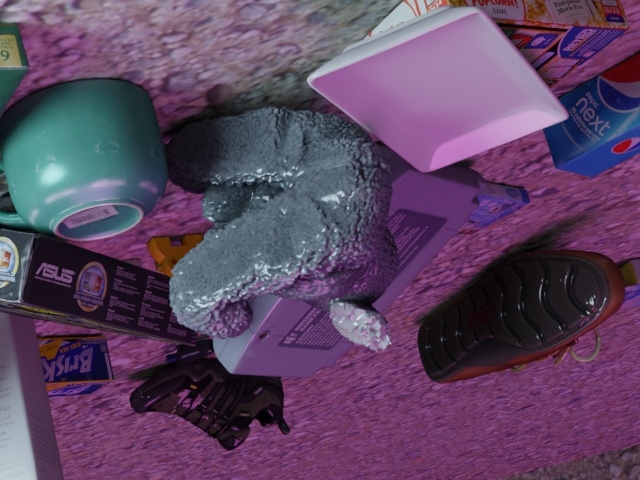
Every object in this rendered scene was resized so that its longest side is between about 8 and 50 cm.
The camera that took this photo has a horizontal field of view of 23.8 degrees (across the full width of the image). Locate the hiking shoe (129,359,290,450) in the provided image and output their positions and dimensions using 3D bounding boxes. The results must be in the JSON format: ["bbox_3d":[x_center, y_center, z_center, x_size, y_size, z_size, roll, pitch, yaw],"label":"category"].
[{"bbox_3d":[-0.141,0.221,2.016,0.227,0.114,0.086,-4,157,-30],"label":"hiking shoe"}]

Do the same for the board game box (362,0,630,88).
[{"bbox_3d":[0.138,-0.164,1.271,0.193,0.045,0.147,-1,157,-35],"label":"board game box"}]

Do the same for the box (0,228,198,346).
[{"bbox_3d":[-0.262,0.035,1.354,0.216,0.060,0.270,6,172,29],"label":"box"}]

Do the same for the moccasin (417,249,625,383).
[{"bbox_3d":[0.275,0.104,1.977,0.147,0.139,0.380,-6,159,-28],"label":"moccasin"}]

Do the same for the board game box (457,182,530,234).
[{"bbox_3d":[0.171,-0.035,1.691,0.090,0.020,0.090,7,151,-46],"label":"board game box"}]

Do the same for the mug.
[{"bbox_3d":[-0.197,-0.052,1.242,0.129,0.097,0.158,-1,156,-37],"label":"mug"}]

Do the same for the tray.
[{"bbox_3d":[0.101,-0.125,1.235,0.145,0.030,0.270,-22,159,18],"label":"tray"}]

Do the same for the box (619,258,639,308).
[{"bbox_3d":[0.474,0.057,2.143,0.178,0.042,0.109,-7,158,-22],"label":"box"}]

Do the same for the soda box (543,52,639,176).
[{"bbox_3d":[0.316,-0.137,1.449,0.210,0.067,0.071,-30,156,35],"label":"soda box"}]

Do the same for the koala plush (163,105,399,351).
[{"bbox_3d":[0.000,0.000,1.331,0.203,0.196,0.221,-16,152,21],"label":"koala plush"}]

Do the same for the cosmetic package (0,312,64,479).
[{"bbox_3d":[-0.326,0.164,1.539,0.085,0.231,0.117,-16,160,0],"label":"cosmetic package"}]

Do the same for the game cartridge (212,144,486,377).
[{"bbox_3d":[0.024,0.026,1.559,0.294,0.060,0.196,-49,154,20],"label":"game cartridge"}]

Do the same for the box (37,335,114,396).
[{"bbox_3d":[-0.327,0.148,1.753,0.169,0.059,0.054,0,158,-38],"label":"box"}]

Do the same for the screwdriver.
[{"bbox_3d":[-0.208,0.154,1.934,0.170,0.024,0.025,-16,132,21],"label":"screwdriver"}]

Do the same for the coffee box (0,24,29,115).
[{"bbox_3d":[-0.296,-0.099,1.124,0.113,0.040,0.184,-4,158,-30],"label":"coffee box"}]

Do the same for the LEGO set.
[{"bbox_3d":[-0.118,0.047,1.584,0.227,0.093,0.087,-6,158,-26],"label":"LEGO set"}]
